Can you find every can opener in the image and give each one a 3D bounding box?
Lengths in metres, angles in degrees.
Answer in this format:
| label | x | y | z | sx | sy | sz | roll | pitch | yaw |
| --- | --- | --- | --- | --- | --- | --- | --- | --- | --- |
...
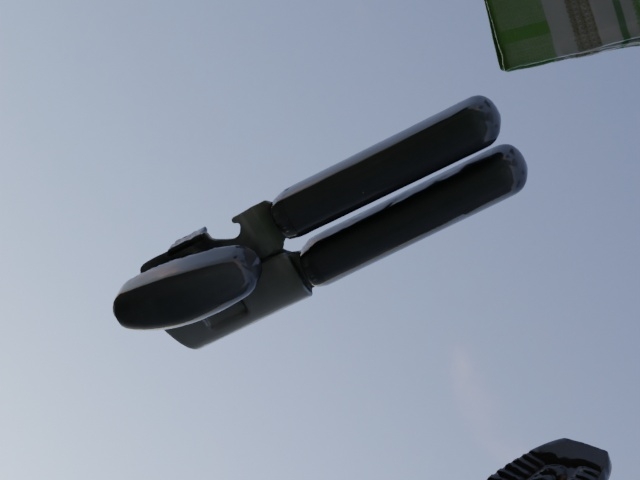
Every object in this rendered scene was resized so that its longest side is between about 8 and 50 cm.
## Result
| label | x | y | z | sx | sy | sz | roll | pitch | yaw |
| --- | --- | --- | --- | --- | --- | --- | --- | --- | --- |
| can opener | 0.000 | 0.000 | 0.871 | 0.280 | 0.093 | 0.074 | -27 | -73 | 14 |

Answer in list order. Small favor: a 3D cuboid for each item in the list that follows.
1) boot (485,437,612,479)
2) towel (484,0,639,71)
| label | x | y | z | sx | sy | sz | roll | pitch | yaw |
| --- | --- | --- | --- | --- | --- | --- | --- | --- | --- |
| boot | 0.124 | 0.230 | 0.808 | 0.077 | 0.198 | 0.137 | 13 | -40 | 55 |
| towel | 0.167 | -0.163 | 0.783 | 0.023 | 0.152 | 0.113 | 71 | 7 | -75 |
